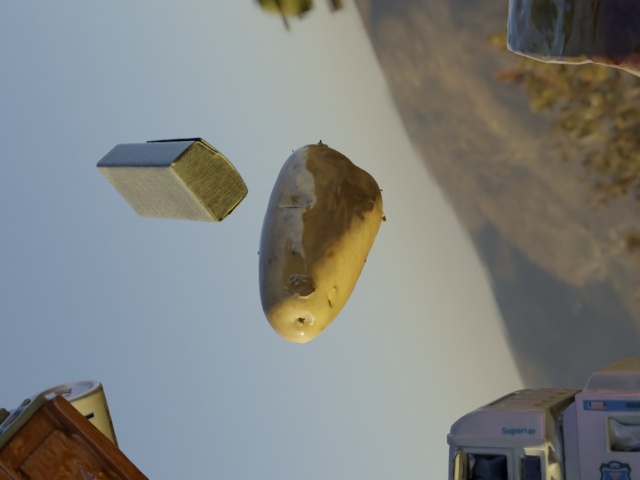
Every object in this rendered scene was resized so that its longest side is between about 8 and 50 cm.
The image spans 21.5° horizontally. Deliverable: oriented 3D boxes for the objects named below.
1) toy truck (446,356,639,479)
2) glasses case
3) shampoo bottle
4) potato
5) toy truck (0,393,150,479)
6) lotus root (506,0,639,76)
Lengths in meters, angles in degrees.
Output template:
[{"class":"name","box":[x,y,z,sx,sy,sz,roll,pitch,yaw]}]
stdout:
[{"class":"toy truck","box":[0.217,0.157,1.158,0.124,0.268,0.155,-12,-81,-62]},{"class":"glasses case","box":[-0.136,-0.057,1.531,0.071,0.047,0.205,50,163,-19]},{"class":"shampoo bottle","box":[-0.251,0.312,1.885,0.092,0.092,0.303,-87,-15,-79]},{"class":"potato","box":[0.001,-0.003,1.774,0.235,0.128,0.161,-78,0,-58]},{"class":"toy truck","box":[-0.261,0.290,1.122,0.207,0.387,0.173,49,150,-12]},{"class":"lotus root","box":[0.289,-0.117,0.994,0.375,0.390,0.111,16,97,63]}]
